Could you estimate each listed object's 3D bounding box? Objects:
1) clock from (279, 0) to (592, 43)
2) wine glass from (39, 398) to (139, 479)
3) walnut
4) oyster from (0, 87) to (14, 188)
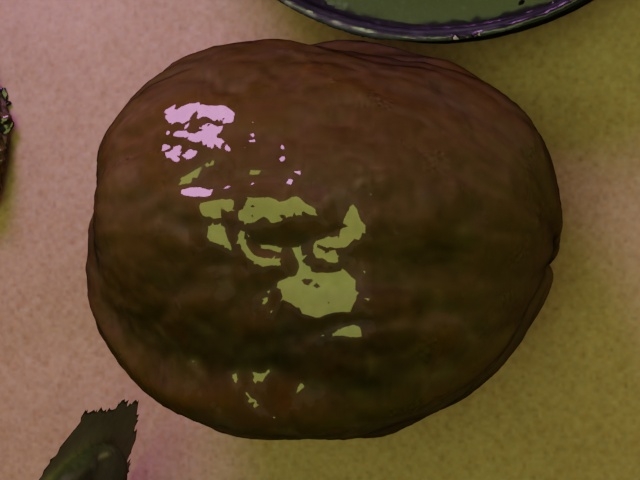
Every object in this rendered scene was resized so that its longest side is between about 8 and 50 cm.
[{"bbox_3d":[0.075,-0.309,0.939,0.386,0.076,0.386,0,91,13],"label":"clock"},{"bbox_3d":[-0.039,0.271,0.914,0.323,0.238,0.238,28,98,10],"label":"wine glass"},{"bbox_3d":[0.000,0.000,0.890,0.283,0.227,0.283,-3,61,5],"label":"walnut"},{"bbox_3d":[-0.265,-0.087,1.048,0.148,0.051,0.103,45,108,-2],"label":"oyster"}]
